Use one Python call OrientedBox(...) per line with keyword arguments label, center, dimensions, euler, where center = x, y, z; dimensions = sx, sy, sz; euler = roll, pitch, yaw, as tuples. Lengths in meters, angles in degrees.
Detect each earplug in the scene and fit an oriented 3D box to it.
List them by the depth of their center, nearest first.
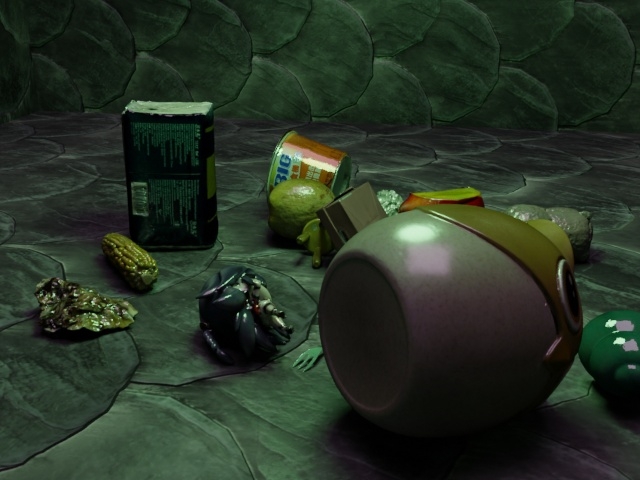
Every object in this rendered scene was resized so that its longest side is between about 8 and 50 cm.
OrientedBox(label="earplug", center=(0.642, 0.226, 1.343), dimensions=(0.257, 0.164, 0.280), euler=(17, 25, 19))

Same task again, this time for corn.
OrientedBox(label="corn", center=(-0.521, 0.049, 1.847), dimensions=(0.097, 0.097, 0.319), euler=(-13, 23, -30))

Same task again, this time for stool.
OrientedBox(label="stool", center=(0.000, 0.000, 1.937), dimensions=(0.134, 0.134, 0.110), euler=(11, 15, -1))

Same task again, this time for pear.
OrientedBox(label="pear", center=(-0.053, -0.092, 2.077), dimensions=(0.211, 0.188, 0.228), euler=(9, -7, -1))

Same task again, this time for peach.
OrientedBox(label="peach", center=(0.380, -0.075, 2.091), dimensions=(0.267, 0.159, 0.154), euler=(-5, 11, -20))

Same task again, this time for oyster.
OrientedBox(label="oyster", center=(-0.550, 0.153, 1.602), dimensions=(0.222, 0.083, 0.214), euler=(-3, 23, -27))

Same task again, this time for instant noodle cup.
OrientedBox(label="instant noodle cup", center=(-0.030, -0.205, 2.278), dimensions=(0.213, 0.297, 0.296), euler=(16, 25, 15))

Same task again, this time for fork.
OrientedBox(label="fork", center=(0.025, 0.227, 1.503), dimensions=(0.039, 0.021, 0.235), euler=(20, 29, 34))

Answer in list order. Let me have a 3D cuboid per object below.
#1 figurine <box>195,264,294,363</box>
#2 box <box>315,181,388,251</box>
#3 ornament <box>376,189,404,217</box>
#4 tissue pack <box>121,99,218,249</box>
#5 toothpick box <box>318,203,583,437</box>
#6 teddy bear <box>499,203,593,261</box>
OrientedBox(label="figurine", center=(-0.170, 0.154, 1.488), dimensions=(0.196, 0.175, 0.265), euler=(-8, 15, -8))
OrientedBox(label="box", center=(0.112, -0.041, 1.918), dimensions=(0.086, 0.215, 0.215), euler=(-28, 4, 33))
OrientedBox(label="ornament", center=(0.166, -0.082, 2.163), dimensions=(0.130, 0.120, 0.285), euler=(35, 37, 24))
OrientedBox(label="tissue pack", center=(-0.446, -0.204, 2.044), dimensions=(0.264, 0.417, 0.253), euler=(-1, 21, -5))
OrientedBox(label="toothpick box", center=(0.249, 0.136, 1.217), dimensions=(0.425, 0.409, 0.409), euler=(-6, 22, -31))
OrientedBox(label="teddy bear", center=(0.657, -0.026, 1.988), dimensions=(0.267, 0.151, 0.236), euler=(0, 19, -5))
